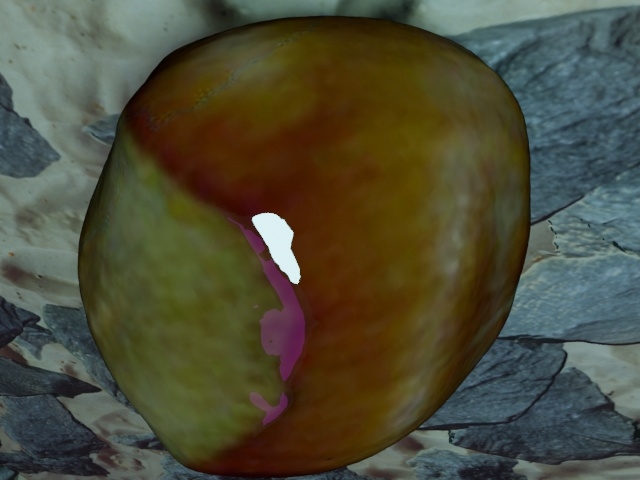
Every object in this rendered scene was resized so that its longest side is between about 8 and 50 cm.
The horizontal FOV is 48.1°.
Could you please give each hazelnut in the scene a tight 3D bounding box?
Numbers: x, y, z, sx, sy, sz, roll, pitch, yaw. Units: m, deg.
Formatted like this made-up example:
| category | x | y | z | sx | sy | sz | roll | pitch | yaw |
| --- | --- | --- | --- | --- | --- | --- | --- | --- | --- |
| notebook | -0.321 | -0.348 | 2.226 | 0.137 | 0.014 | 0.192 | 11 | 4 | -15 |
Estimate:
| category | x | y | z | sx | sy | sz | roll | pitch | yaw |
| --- | --- | --- | --- | --- | --- | --- | --- | --- | --- |
| hazelnut | -0.009 | 0.000 | 0.572 | 0.366 | 0.365 | 0.365 | 9 | 142 | 7 |
